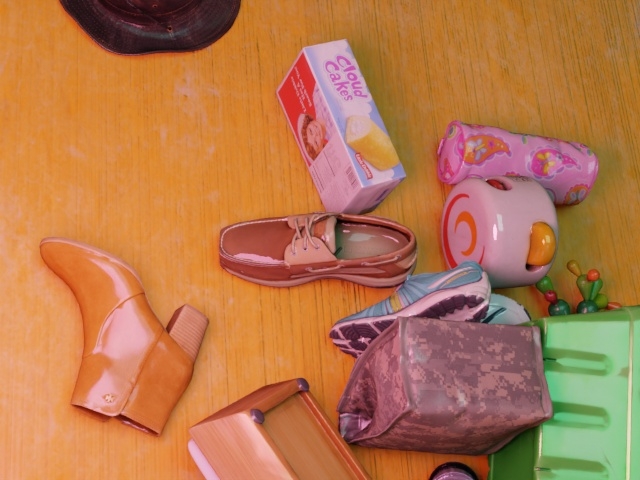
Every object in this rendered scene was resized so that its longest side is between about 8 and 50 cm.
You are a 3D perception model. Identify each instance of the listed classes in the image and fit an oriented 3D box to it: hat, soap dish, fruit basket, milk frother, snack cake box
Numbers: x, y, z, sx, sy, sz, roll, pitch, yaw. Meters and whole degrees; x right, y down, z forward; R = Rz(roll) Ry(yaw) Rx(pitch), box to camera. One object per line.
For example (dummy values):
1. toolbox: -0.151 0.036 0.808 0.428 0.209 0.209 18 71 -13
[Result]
1. hat: -0.284 -0.474 1.787 0.331 0.134 0.332 7 66 -16
2. soap dish: -0.034 0.341 1.492 0.291 0.118 0.229 54 23 9
3. fruit basket: 0.467 0.291 1.622 0.391 0.283 0.392 4 77 -18
4. milk frother: 0.204 0.421 1.585 0.129 0.135 0.143 -40 81 3
5. snack cake box: 0.030 -0.182 1.764 0.089 0.152 0.264 -16 75 -25

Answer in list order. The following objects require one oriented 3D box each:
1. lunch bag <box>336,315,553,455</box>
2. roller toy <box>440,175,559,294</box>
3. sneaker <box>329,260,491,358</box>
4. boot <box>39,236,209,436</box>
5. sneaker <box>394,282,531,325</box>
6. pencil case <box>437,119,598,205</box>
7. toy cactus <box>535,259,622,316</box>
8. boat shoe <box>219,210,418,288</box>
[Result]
1. lunch bag: 0.173 0.234 1.571 0.235 0.287 0.169 6 61 -18
2. roller toy: 0.306 -0.015 1.765 0.146 0.209 0.191 -3 64 -21
3. sneaker: 0.143 0.113 1.655 0.107 0.275 0.110 53 27 -34
4. boot: -0.321 0.143 1.535 0.295 0.104 0.211 31 62 -10
5. sneaker: 0.228 0.161 1.726 0.234 0.094 0.153 16 66 -12
6. pencil case: 0.353 -0.137 1.882 0.284 0.124 0.124 7 67 -18
7. toy cactus: 0.466 0.144 1.821 0.219 0.112 0.181 29 72 -16
8. boat shoe: 0.000 0.000 1.677 0.323 0.120 0.123 1 63 -6
